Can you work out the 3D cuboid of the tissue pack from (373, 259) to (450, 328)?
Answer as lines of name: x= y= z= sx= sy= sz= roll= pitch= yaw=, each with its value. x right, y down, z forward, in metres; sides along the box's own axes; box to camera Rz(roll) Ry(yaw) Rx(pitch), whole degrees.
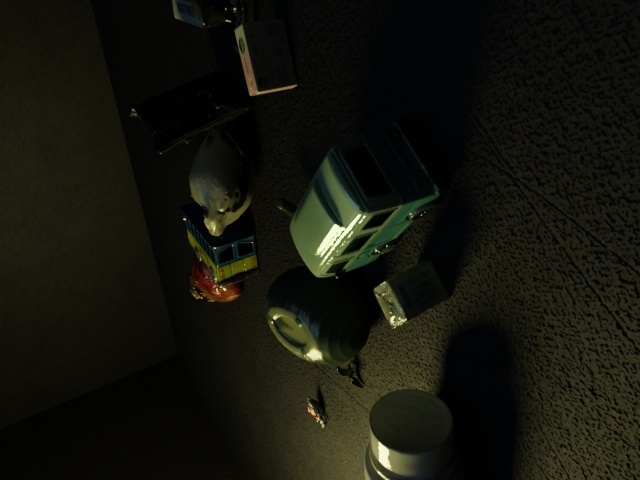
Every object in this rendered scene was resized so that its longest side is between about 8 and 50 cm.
tissue pack: x=0.138 y=0.082 z=0.734 sx=0.074 sy=0.094 sz=0.058 roll=65 pitch=152 yaw=8

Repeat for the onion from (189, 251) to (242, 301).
onion: x=-0.375 y=0.129 z=1.648 sx=0.230 sy=0.163 sz=0.230 roll=50 pitch=167 yaw=16

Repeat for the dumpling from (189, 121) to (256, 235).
dumpling: x=-0.226 y=-0.153 z=1.224 sx=0.163 sy=0.204 sz=0.294 roll=2 pitch=82 yaw=25

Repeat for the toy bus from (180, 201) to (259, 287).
toy bus: x=-0.312 y=-0.004 z=1.481 sx=0.287 sy=0.138 sz=0.175 roll=40 pitch=142 yaw=45

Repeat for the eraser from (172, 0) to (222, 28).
eraser: x=-0.301 y=-0.585 z=1.148 sx=0.210 sy=0.067 sz=0.125 roll=40 pitch=141 yaw=47

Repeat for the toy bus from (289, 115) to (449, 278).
toy bus: x=0.048 y=-0.043 z=0.740 sx=0.133 sy=0.164 sz=0.271 roll=62 pitch=152 yaw=16

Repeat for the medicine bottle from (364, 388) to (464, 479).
medicine bottle: x=0.161 y=0.417 z=0.833 sx=0.170 sy=0.170 sz=0.293 roll=31 pitch=135 yaw=52

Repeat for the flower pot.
flower pot: x=-0.009 y=0.150 z=0.982 sx=0.242 sy=0.157 sz=0.190 roll=19 pitch=123 yaw=41

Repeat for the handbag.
handbag: x=-0.306 y=-0.311 z=1.147 sx=0.211 sy=0.254 sz=0.089 roll=46 pitch=160 yaw=37

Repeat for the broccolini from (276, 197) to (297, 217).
broccolini: x=-0.021 y=-0.025 z=0.962 sx=0.216 sy=0.067 sz=0.058 roll=30 pitch=93 yaw=35

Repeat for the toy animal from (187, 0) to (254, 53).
toy animal: x=-0.231 y=-0.473 z=0.987 sx=0.210 sy=0.117 sz=0.121 roll=30 pitch=143 yaw=26

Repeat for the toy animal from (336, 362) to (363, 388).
toy animal: x=0.067 y=0.294 z=1.082 sx=0.084 sy=0.050 sz=0.028 roll=44 pitch=132 yaw=-19

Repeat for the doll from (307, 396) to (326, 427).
doll: x=-0.011 y=0.475 z=1.346 sx=0.057 sy=0.039 sz=0.114 roll=-92 pitch=-17 yaw=-61

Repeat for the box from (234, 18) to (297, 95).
box: x=-0.101 y=-0.344 z=0.907 sx=0.043 sy=0.089 sz=0.125 roll=13 pitch=118 yaw=60
